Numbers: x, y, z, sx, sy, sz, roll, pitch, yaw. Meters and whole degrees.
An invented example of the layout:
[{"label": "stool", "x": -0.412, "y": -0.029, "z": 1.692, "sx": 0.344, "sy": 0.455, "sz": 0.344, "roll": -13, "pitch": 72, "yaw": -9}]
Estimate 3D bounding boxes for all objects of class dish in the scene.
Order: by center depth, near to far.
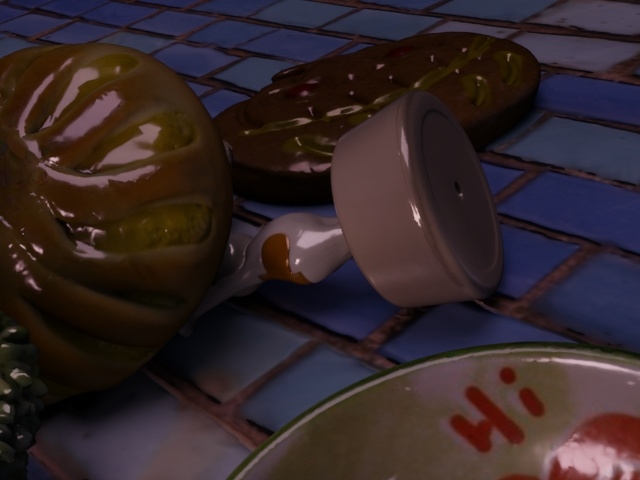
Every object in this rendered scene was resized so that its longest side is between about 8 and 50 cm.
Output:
[{"label": "dish", "x": 0.087, "y": 0.200, "z": 0.417, "sx": 0.324, "sy": 0.124, "sz": 0.324, "roll": -14, "pitch": 33, "yaw": 10}]

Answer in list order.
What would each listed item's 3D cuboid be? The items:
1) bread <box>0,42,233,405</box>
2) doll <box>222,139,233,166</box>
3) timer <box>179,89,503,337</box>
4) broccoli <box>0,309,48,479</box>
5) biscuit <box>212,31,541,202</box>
[{"label": "bread", "x": -0.234, "y": -0.017, "z": 0.748, "sx": 0.333, "sy": 0.160, "sz": 0.332, "roll": -5, "pitch": 75, "yaw": 19}, {"label": "doll", "x": -0.232, "y": -0.049, "z": 0.945, "sx": 0.278, "sy": 0.149, "sz": 0.175, "roll": -3, "pitch": 56, "yaw": 38}, {"label": "timer", "x": 0.000, "y": 0.000, "z": 0.789, "sx": 0.266, "sy": 0.175, "sz": 0.175, "roll": -20, "pitch": 25, "yaw": 26}, {"label": "broccoli", "x": -0.375, "y": 0.132, "z": 0.571, "sx": 0.338, "sy": 0.317, "sz": 0.277, "roll": -35, "pitch": 19, "yaw": 47}, {"label": "biscuit", "x": 0.048, "y": -0.167, "z": 1.090, "sx": 0.394, "sy": 0.070, "sz": 0.350, "roll": -29, "pitch": 34, "yaw": -25}]
